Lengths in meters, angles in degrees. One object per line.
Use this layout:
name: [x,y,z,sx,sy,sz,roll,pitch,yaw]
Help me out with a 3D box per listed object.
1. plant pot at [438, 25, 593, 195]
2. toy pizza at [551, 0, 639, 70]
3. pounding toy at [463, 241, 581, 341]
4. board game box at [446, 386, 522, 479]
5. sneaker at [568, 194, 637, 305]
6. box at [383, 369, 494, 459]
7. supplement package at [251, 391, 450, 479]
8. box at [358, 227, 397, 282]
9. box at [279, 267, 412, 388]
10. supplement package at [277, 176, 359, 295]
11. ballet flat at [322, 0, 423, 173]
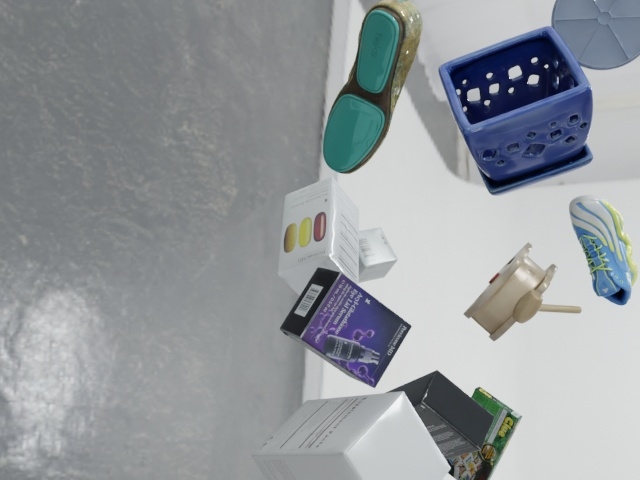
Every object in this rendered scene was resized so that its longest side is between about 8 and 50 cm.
plant pot: [0.374,-0.230,1.531,0.235,0.236,0.212,-100,167,-47]
toy pizza: [0.559,-0.437,1.605,0.032,0.201,0.201,-22,107,-79]
pounding toy: [0.378,0.124,1.515,0.155,0.154,0.269,42,25,9]
board game box: [0.409,0.519,2.095,0.030,0.136,0.259,-9,126,-49]
sneaker: [0.540,0.027,1.532,0.240,0.091,0.126,50,37,-27]
box: [0.255,0.429,1.937,0.184,0.261,0.103,38,55,-9]
supplement package: [0.051,0.401,1.474,0.175,0.293,0.177,-38,102,-37]
box: [0.112,0.037,1.970,0.102,0.087,0.101,-10,60,-31]
box: [0.051,0.173,1.616,0.207,0.108,0.153,36,79,-24]
supplement package: [0.000,0.000,1.861,0.134,0.139,0.244,48,32,-39]
ballet flat: [0.100,-0.273,1.462,0.123,0.123,0.348,-66,175,-51]
